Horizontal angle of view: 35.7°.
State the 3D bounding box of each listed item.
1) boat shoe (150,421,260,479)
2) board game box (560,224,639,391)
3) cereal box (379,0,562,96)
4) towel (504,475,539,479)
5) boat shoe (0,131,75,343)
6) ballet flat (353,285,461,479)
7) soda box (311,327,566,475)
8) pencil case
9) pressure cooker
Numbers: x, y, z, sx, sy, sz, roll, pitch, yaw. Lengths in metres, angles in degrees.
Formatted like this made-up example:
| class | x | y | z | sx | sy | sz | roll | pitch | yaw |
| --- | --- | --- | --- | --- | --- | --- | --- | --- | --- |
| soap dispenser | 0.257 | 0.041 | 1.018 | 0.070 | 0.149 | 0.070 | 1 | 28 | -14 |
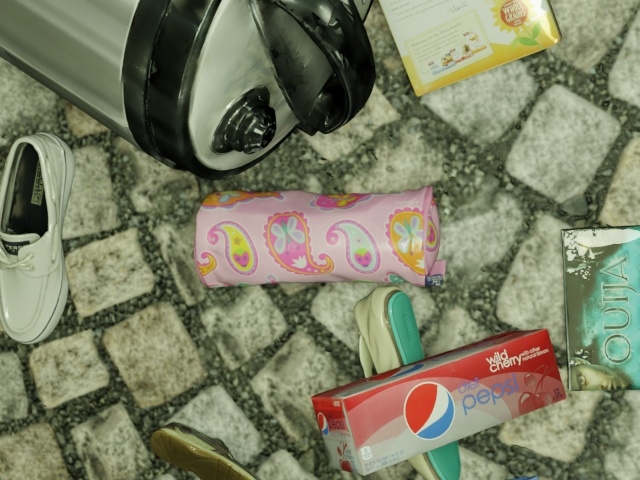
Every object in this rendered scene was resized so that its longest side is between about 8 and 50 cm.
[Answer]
| class | x | y | z | sx | sy | sz | roll | pitch | yaw |
| --- | --- | --- | --- | --- | --- | --- | --- | --- | --- |
| boat shoe | -0.133 | 0.266 | 1.222 | 0.152 | 0.049 | 0.056 | 29 | 122 | 9 |
| board game box | 0.340 | 0.076 | 1.126 | 0.126 | 0.026 | 0.186 | -3 | 94 | 11 |
| cereal box | 0.143 | -0.300 | 1.090 | 0.173 | 0.047 | 0.240 | -18 | 102 | 22 |
| towel | 0.181 | 0.431 | 1.183 | 0.209 | 0.034 | 0.285 | -9 | 93 | 11 |
| boat shoe | -0.361 | 0.000 | 1.227 | 0.096 | 0.088 | 0.268 | 14 | 97 | 10 |
| ballet flat | 0.095 | 0.175 | 1.164 | 0.086 | 0.086 | 0.249 | -16 | 90 | 12 |
| soda box | 0.130 | 0.170 | 1.075 | 0.263 | 0.092 | 0.084 | -15 | 89 | -24 |
| pencil case | 0.000 | 0.000 | 1.141 | 0.284 | 0.124 | 0.124 | 0 | 95 | 10 |
| pressure cooker | -0.126 | -0.266 | 1.002 | 0.420 | 0.370 | 0.376 | 34 | 124 | 17 |
